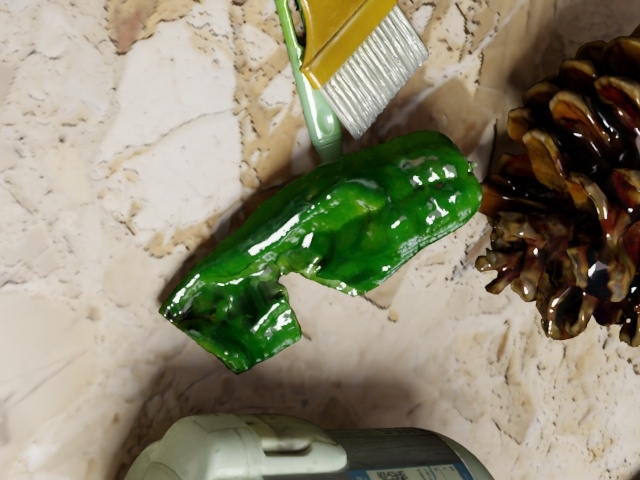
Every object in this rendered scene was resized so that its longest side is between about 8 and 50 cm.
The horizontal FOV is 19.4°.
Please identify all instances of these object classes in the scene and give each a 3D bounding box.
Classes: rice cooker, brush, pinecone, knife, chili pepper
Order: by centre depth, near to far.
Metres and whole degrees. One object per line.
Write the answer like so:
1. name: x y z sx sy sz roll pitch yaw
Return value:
1. rice cooker: -0.015 0.265 1.324 0.277 0.288 0.288 3 100 -26
2. brush: -0.017 -0.204 1.352 0.103 0.013 0.272 -51 120 -25
3. chili pepper: 0.001 0.001 1.369 0.253 0.083 0.099 -34 83 1
4. knife: -0.007 -0.090 1.398 0.054 0.015 0.212 -19 109 -14
5. pinecone: 0.236 -0.030 1.416 0.257 0.243 0.243 -40 115 3
